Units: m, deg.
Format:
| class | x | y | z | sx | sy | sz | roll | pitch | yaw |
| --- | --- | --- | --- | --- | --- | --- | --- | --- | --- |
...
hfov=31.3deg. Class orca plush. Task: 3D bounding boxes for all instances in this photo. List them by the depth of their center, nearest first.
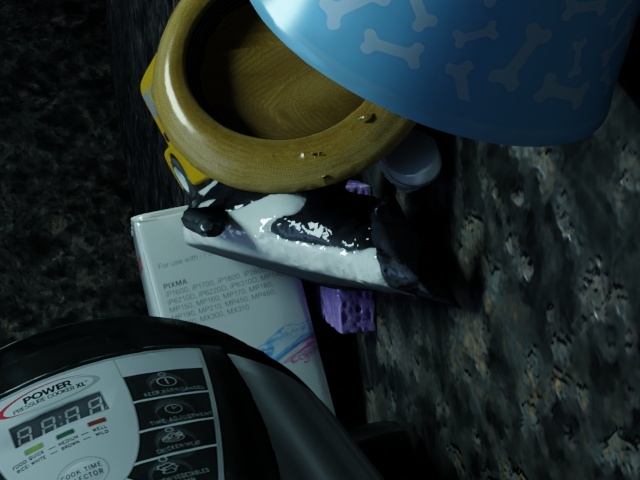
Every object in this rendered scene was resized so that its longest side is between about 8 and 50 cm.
| class | x | y | z | sx | sy | sz | roll | pitch | yaw |
| --- | --- | --- | --- | --- | --- | --- | --- | --- | --- |
| orca plush | -0.006 | -0.030 | 0.779 | 0.287 | 0.151 | 0.102 | 2 | 73 | 70 |

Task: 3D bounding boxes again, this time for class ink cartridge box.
| class | x | y | z | sx | sy | sz | roll | pitch | yaw |
| --- | --- | --- | --- | --- | --- | --- | --- | --- | --- |
| ink cartridge box | -0.073 | 0.122 | 1.013 | 0.226 | 0.131 | 0.306 | 163 | 95 | -79 |

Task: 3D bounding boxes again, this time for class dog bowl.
| class | x | y | z | sx | sy | sz | roll | pitch | yaw |
| --- | --- | --- | --- | --- | --- | --- | --- | --- | --- |
| dog bowl | 0.040 | -0.161 | 0.498 | 0.297 | 0.165 | 0.074 | -110 | 35 | -43 |

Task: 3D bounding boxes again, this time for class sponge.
| class | x | y | z | sx | sy | sz | roll | pitch | yaw |
| --- | --- | --- | --- | --- | --- | --- | --- | --- | --- |
| sponge | 0.000 | 0.000 | 0.969 | 0.210 | 0.031 | 0.117 | -149 | 54 | -73 |

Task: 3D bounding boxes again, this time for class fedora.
| class | x | y | z | sx | sy | sz | roll | pitch | yaw |
| --- | --- | --- | --- | --- | --- | --- | --- | --- | --- |
| fedora | -0.010 | -0.109 | 0.739 | 0.079 | 0.194 | 0.194 | 38 | -140 | -67 |

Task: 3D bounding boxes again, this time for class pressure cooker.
| class | x | y | z | sx | sy | sz | roll | pitch | yaw |
| --- | --- | --- | --- | --- | --- | --- | --- | --- | --- |
| pressure cooker | -0.109 | 0.255 | 0.691 | 0.375 | 0.370 | 0.420 | -56 | 36 | 9 |

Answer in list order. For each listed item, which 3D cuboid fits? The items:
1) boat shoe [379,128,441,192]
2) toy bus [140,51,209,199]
| class | x | y | z | sx | sy | sz | roll | pitch | yaw |
| --- | --- | --- | --- | --- | --- | --- | --- | --- | --- |
| boat shoe | 0.056 | -0.049 | 0.736 | 0.035 | 0.035 | 0.100 | 61 | 173 | -25 |
| toy bus | -0.083 | -0.124 | 1.012 | 0.130 | 0.108 | 0.332 | 61 | 167 | -6 |
